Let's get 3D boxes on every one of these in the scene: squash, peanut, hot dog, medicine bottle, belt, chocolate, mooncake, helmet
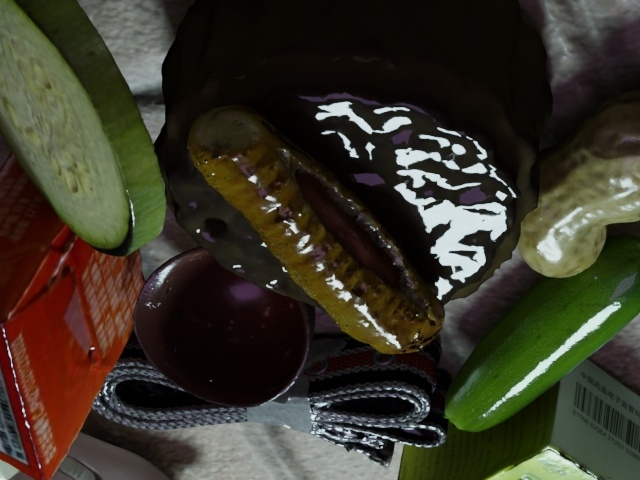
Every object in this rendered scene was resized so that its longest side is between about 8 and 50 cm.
[{"bbox_3d":[-0.206,-0.103,1.589,0.252,0.049,0.252,44,152,31],"label":"squash"},{"bbox_3d":[0.229,-0.045,1.643,0.103,0.098,0.229,50,137,3],"label":"peanut"},{"bbox_3d":[0.212,0.083,1.798,0.082,0.082,0.292,27,133,-18],"label":"squash"},{"bbox_3d":[-0.001,0.000,1.488,0.083,0.068,0.289,-15,138,32],"label":"hot dog"},{"bbox_3d":[0.200,0.227,1.931,0.137,0.141,0.250,36,134,-21],"label":"medicine bottle"},{"bbox_3d":[-0.051,0.137,1.919,0.359,0.094,0.126,6,135,4],"label":"belt"},{"bbox_3d":[-0.256,0.056,1.773,0.108,0.235,0.237,13,141,15],"label":"chocolate"},{"bbox_3d":[0.024,-0.085,1.576,0.324,0.187,0.324,5,140,4],"label":"mooncake"},{"bbox_3d":[-0.077,0.070,1.830,0.175,0.106,0.155,-10,99,20],"label":"helmet"}]

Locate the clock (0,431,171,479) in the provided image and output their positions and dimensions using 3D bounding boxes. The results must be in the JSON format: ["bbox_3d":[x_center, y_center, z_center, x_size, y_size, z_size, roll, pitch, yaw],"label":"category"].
[{"bbox_3d":[-0.321,0.306,2.118,0.326,0.184,0.342,27,132,-12],"label":"clock"}]
